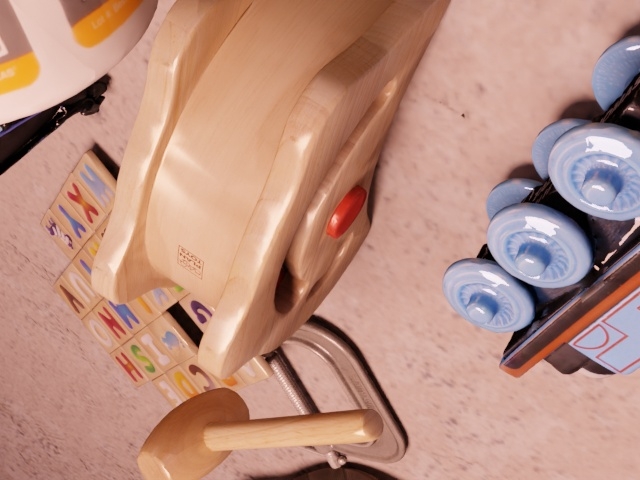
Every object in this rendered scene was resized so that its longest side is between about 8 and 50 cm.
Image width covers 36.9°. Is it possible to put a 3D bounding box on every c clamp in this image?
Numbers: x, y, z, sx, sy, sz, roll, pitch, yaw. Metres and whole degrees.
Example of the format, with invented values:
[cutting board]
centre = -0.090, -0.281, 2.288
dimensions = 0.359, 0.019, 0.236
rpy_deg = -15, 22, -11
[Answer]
[c clamp]
centre = -0.006, 0.114, 0.688
dimensions = 0.137, 0.022, 0.160
rpy_deg = 7, 134, 41

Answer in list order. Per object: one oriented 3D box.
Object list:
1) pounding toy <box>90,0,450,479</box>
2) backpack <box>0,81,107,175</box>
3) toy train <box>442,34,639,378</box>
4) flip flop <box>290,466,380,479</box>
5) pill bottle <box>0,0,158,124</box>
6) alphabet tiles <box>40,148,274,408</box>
[pounding toy]
centre = 0.000, 0.000, 0.460
dimensions = 0.155, 0.154, 0.269
rpy_deg = 33, 126, 13
[backpack]
centre = -0.244, -0.078, 0.575
dimensions = 0.158, 0.173, 0.117
rpy_deg = -4, 126, 48
[toy train]
centre = 0.123, 0.001, 0.384
dimensions = 0.105, 0.080, 0.184
rpy_deg = 33, 146, 2
[flip flop]
centre = -0.002, 0.254, 0.782
dimensions = 0.080, 0.112, 0.277
rpy_deg = 26, 150, -25
[pill bottle]
centre = -0.180, -0.193, 0.382
dimensions = 0.162, 0.162, 0.278
rpy_deg = 18, 142, 31
[alphabet tiles]
centre = -0.147, 0.050, 0.749
dimensions = 0.198, 0.009, 0.237
rpy_deg = 51, 148, -4
